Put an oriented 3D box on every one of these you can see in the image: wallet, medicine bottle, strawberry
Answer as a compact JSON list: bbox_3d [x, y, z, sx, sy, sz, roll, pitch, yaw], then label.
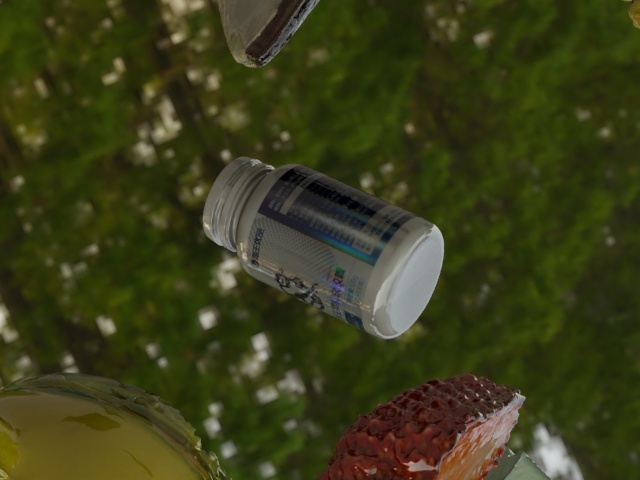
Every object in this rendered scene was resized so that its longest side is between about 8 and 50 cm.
[{"bbox_3d":[0.011,-0.311,1.624,0.335,0.068,0.275,-52,-159,9],"label":"wallet"},{"bbox_3d":[0.000,0.000,1.565,0.191,0.107,0.107,25,-144,24],"label":"medicine bottle"},{"bbox_3d":[0.066,0.199,1.538,0.106,0.188,0.286,27,-144,16],"label":"strawberry"}]

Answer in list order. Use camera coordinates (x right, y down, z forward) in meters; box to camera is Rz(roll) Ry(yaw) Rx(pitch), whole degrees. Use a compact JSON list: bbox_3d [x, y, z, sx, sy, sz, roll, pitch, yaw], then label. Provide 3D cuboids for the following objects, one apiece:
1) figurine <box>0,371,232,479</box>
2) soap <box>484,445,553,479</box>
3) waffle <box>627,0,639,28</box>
[{"bbox_3d":[-0.159,0.208,1.045,0.231,0.323,0.340,-48,173,-27],"label":"figurine"},{"bbox_3d":[0.208,0.297,1.702,0.114,0.198,0.063,-48,-170,-10],"label":"soap"},{"bbox_3d":[0.410,-0.278,1.782,0.291,0.291,0.051,-21,161,8],"label":"waffle"}]
